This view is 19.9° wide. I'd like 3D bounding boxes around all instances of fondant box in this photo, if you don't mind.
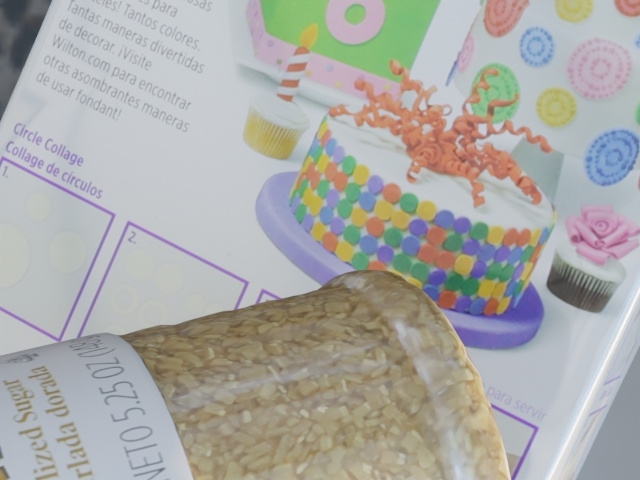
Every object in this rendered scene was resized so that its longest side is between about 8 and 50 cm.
[{"bbox_3d":[0.000,0.000,0.669,0.238,0.330,0.096,26,-172,16],"label":"fondant box"}]

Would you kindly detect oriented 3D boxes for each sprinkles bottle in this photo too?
[{"bbox_3d":[-0.127,0.099,0.483,0.355,0.121,0.121,-13,154,-23],"label":"sprinkles bottle"}]
